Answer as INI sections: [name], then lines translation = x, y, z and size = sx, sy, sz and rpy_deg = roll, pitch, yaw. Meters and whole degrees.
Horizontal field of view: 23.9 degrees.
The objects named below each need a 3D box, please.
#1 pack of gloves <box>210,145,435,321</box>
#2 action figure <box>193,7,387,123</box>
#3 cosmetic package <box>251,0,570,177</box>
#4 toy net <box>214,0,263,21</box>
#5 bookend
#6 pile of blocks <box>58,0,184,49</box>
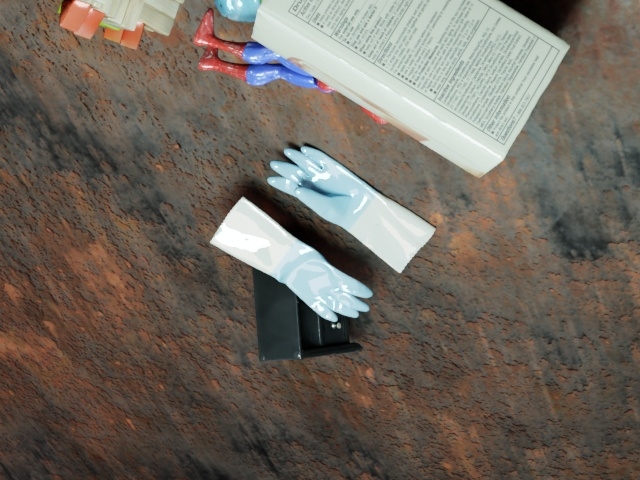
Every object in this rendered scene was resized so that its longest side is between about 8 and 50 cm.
[pack of gloves]
translation = 0.000, 0.000, 1.969
size = 0.232, 0.046, 0.195
rpy_deg = 34, 112, -10
[action figure]
translation = 0.012, -0.222, 1.721
size = 0.280, 0.139, 0.091
rpy_deg = 20, 158, 11
[cosmetic package]
translation = 0.091, -0.209, 1.595
size = 0.296, 0.153, 0.129
rpy_deg = 33, 171, -2
[toy net]
translation = -0.111, -0.350, 1.695
size = 0.122, 0.045, 0.232
rpy_deg = 42, 148, 28
[bookend]
translation = -0.018, 0.085, 2.112
size = 0.072, 0.156, 0.157
rpy_deg = -6, 177, 34
[pile of blocks]
translation = -0.259, -0.277, 1.637
size = 0.149, 0.112, 0.362
rpy_deg = 18, 178, 8
